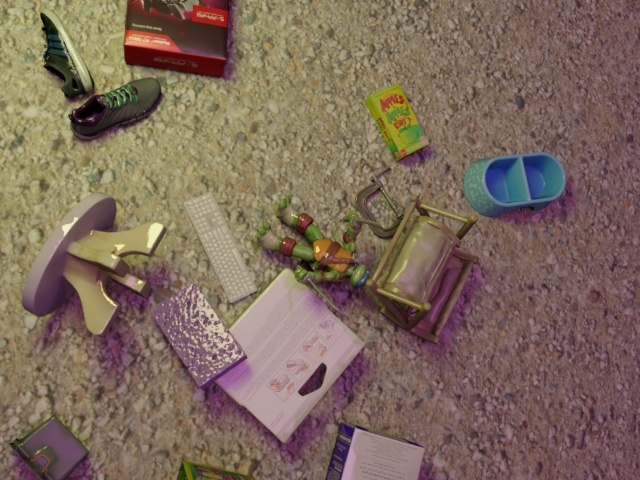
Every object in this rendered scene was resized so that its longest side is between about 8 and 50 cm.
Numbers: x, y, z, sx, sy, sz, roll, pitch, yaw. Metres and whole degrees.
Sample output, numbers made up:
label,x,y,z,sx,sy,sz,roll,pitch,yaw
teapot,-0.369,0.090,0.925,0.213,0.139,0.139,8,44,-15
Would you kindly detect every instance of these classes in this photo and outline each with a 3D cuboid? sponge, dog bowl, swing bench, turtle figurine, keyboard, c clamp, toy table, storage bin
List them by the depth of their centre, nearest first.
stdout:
label,x,y,z,sx,sy,sz,roll,pitch,yaw
storage bin,-0.532,0.417,1.113,0.135,0.098,0.091,48,62,-5
toy table,-0.444,0.052,1.131,0.160,0.252,0.274,24,83,6
sponge,-0.264,0.202,1.209,0.117,0.031,0.210,-35,69,-13
turtle figurine,0.000,0.000,1.255,0.266,0.274,0.198,29,96,11
keyboard,-0.232,0.015,1.302,0.072,0.014,0.256,-25,90,-19
swing bench,0.253,0.074,1.341,0.165,0.255,0.253,22,71,25
c clamp,0.162,-0.095,1.434,0.137,0.022,0.161,-29,90,-19
dog bowl,0.539,-0.160,1.531,0.297,0.074,0.166,-8,84,-17

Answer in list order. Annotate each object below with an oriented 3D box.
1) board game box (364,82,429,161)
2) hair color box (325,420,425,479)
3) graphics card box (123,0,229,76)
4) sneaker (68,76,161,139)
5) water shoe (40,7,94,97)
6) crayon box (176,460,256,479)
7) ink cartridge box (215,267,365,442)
label,x,y,z,sx,sy,sz,roll,pitch,yaw
board game box,0.201,-0.310,1.468,0.092,0.043,0.181,-27,90,-18
hair color box,0.096,0.605,1.261,0.185,0.110,0.339,21,74,-14
graphics card box,-0.333,-0.592,1.326,0.232,0.094,0.371,4,79,-16
sneaker,-0.449,-0.302,1.242,0.223,0.098,0.083,-38,94,-18
water shoe,-0.580,-0.414,1.234,0.080,0.073,0.203,-30,90,-16
crayon box,-0.195,0.515,1.096,0.165,0.278,0.081,19,75,-13
ink cartridge box,-0.087,0.257,1.280,0.261,0.066,0.296,45,73,-5
